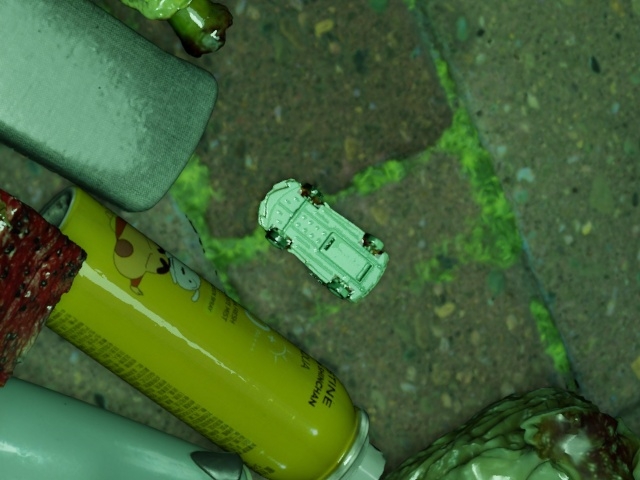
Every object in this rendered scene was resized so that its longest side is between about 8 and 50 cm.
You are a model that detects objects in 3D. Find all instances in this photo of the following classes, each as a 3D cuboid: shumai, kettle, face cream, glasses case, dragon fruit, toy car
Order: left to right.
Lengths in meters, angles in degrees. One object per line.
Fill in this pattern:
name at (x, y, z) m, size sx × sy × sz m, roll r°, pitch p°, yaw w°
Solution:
dragon fruit at (-0.264, 0.012, 1.372) m, size 0.120 × 0.161 × 0.127 m, roll -54°, pitch 143°, yaw -7°
glasses case at (-0.236, -0.145, 1.449) m, size 0.323 × 0.074 × 0.131 m, roll 31°, pitch 86°, yaw -20°
kettle at (-0.192, 0.223, 1.473) m, size 0.243 × 0.160 × 0.210 m, roll 18°, pitch 114°, yaw -23°
face cream at (-0.089, 0.097, 1.513) m, size 0.349 × 0.105 × 0.105 m, roll 38°, pitch 82°, yaw -19°
toy car at (0.000, 0.000, 1.574) m, size 0.122 × 0.035 × 0.059 m, roll 39°, pitch 82°, yaw -11°
shumai at (0.182, 0.228, 1.559) m, size 0.256 × 0.218 × 0.189 m, roll -34°, pitch 98°, yaw -32°

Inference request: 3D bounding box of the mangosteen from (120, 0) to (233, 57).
mangosteen at (-0.144, -0.256, 1.401) m, size 0.231 × 0.231 × 0.289 m, roll -25°, pitch 117°, yaw -16°
